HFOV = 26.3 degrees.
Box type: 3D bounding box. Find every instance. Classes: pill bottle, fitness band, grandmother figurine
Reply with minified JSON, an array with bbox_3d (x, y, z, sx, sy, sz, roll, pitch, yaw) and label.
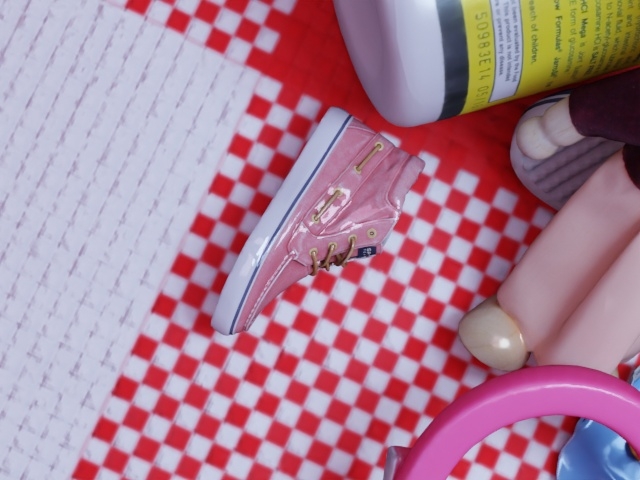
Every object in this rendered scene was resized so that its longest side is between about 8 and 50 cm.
[{"bbox_3d":[0.180,-0.204,0.913,0.334,0.188,0.187,-16,86,-7],"label":"pill bottle"},{"bbox_3d":[0.138,0.220,0.890,0.209,0.054,0.290,5,104,-3],"label":"fitness band"},{"bbox_3d":[0.224,-0.031,0.840,0.208,0.342,0.104,19,41,-9],"label":"grandmother figurine"}]

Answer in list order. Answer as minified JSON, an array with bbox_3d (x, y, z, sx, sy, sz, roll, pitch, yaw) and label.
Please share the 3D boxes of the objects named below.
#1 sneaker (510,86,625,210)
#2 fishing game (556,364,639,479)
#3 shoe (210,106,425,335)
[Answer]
[{"bbox_3d":[0.296,-0.065,0.945,0.321,0.126,0.127,12,55,6],"label":"sneaker"},{"bbox_3d":[0.259,0.175,0.958,0.264,0.041,0.189,-30,90,-8],"label":"fishing game"},{"bbox_3d":[0.000,0.000,0.937,0.081,0.063,0.178,30,78,3],"label":"shoe"}]
